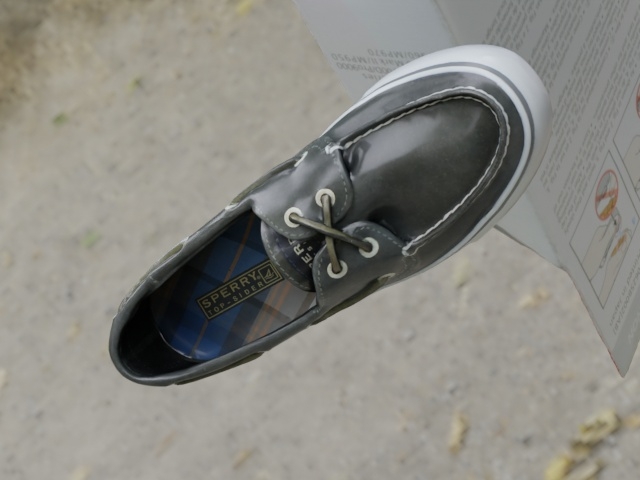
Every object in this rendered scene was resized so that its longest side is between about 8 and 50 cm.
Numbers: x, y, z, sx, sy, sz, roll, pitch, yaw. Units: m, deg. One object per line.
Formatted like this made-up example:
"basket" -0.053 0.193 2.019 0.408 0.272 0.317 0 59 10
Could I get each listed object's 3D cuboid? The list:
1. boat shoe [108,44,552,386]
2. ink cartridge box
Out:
"boat shoe" 0.000 0.000 0.470 0.142 0.049 0.040 -35 4 32
"ink cartridge box" 0.084 -0.089 0.617 0.066 0.232 0.189 14 64 27
